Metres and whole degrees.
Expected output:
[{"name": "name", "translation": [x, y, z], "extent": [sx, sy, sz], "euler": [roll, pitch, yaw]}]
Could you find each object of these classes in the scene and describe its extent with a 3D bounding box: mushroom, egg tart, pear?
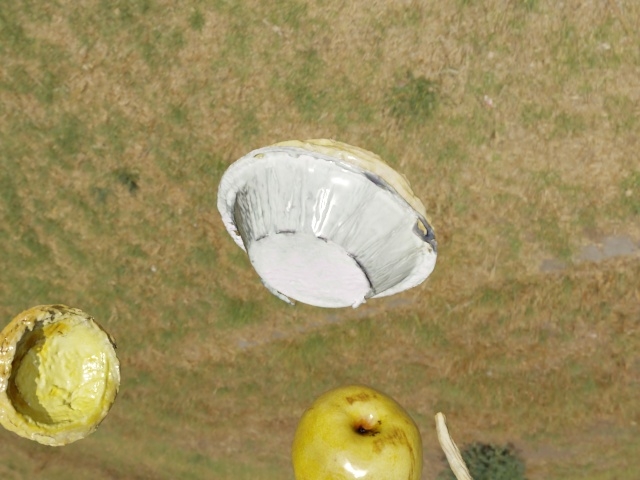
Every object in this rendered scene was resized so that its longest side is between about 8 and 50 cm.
[{"name": "mushroom", "translation": [0.127, 0.237, 0.509], "extent": [0.026, 0.286, 0.028], "euler": [32, 113, -31]}, {"name": "egg tart", "translation": [-0.402, 0.198, 1.085], "extent": [0.090, 0.212, 0.212], "euler": [-4, 131, 46]}, {"name": "pear", "translation": [0.056, 0.328, 1.108], "extent": [0.209, 0.209, 0.208], "euler": [12, 135, 12]}, {"name": "egg tart", "translation": [0.000, 0.000, 0.728], "extent": [0.234, 0.094, 0.234], "euler": [15, 146, 10]}]
